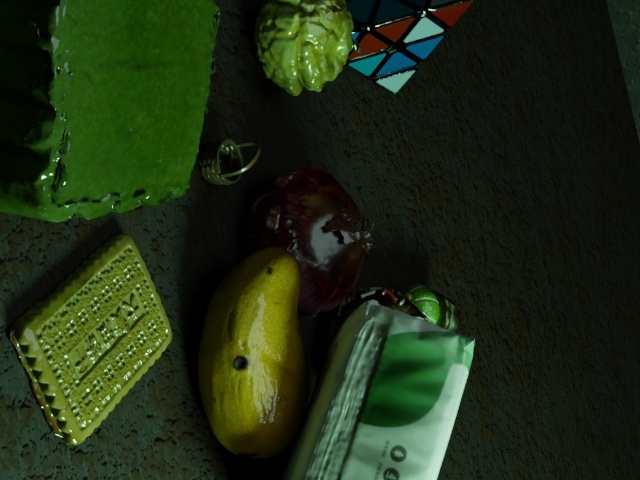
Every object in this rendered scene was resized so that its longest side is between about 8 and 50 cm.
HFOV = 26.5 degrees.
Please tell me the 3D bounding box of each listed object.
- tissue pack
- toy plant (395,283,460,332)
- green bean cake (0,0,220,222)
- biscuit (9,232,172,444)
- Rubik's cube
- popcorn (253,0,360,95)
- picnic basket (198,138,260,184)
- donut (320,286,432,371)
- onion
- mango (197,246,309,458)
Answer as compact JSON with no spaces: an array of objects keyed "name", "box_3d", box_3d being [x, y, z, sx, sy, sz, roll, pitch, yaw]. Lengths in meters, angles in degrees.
[{"name":"tissue pack","box_3d":[0.064,0.291,1.896,0.266,0.194,0.356,116,-6,-69]},{"name":"toy plant","box_3d":[0.178,0.127,2.366,0.162,0.092,0.093,28,60,-55]},{"name":"green bean cake","box_3d":[-0.278,-0.202,1.513,0.319,0.218,0.335,-10,108,-61]},{"name":"biscuit","box_3d":[-0.272,0.117,1.670,0.254,0.029,0.172,-50,126,-51]},{"name":"Rubik's cube","box_3d":[0.137,-0.381,2.276,0.250,0.234,0.284,-28,108,-57]},{"name":"popcorn","box_3d":[-0.020,-0.307,2.078,0.173,0.142,0.173,10,77,-50]},{"name":"picnic basket","box_3d":[-0.123,-0.112,1.918,0.072,0.083,0.072,23,63,-56]},{"name":"donut","box_3d":[0.106,0.201,2.183,0.269,0.103,0.270,20,62,-44]},{"name":"onion","box_3d":[0.000,0.000,2.027,0.230,0.163,0.230,0,89,-54]},{"name":"mango","box_3d":[-0.093,0.154,1.879,0.177,0.120,0.295,15,69,-49]}]
